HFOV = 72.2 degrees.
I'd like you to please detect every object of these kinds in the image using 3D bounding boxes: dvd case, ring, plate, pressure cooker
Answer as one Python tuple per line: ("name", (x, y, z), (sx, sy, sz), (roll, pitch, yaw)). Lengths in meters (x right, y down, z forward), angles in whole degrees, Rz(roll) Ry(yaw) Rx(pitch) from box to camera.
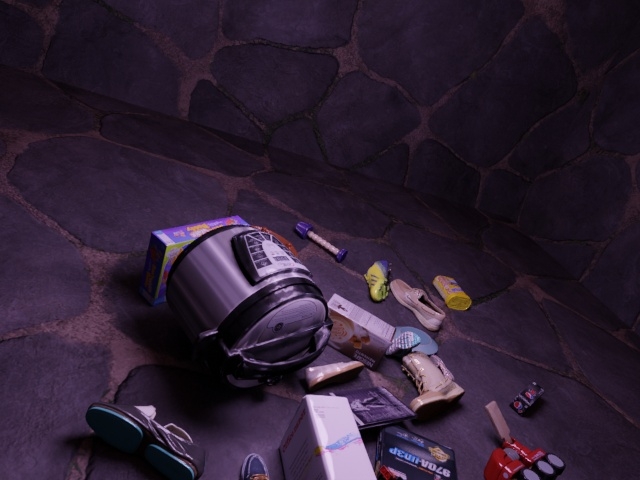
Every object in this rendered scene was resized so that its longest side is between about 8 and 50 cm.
("dvd case", (0.148, 0.486, 1.286), (0.221, 0.018, 0.164), (6, 11, -33))
("ring", (-0.252, 0.021, 1.864), (0.337, 0.032, 0.336), (18, 26, -9))
("plate", (0.361, 0.373, 1.676), (0.188, 0.024, 0.188), (14, 18, -5))
("pressure cooker", (-0.182, 0.201, 1.225), (0.370, 0.375, 0.420), (-38, 55, -12))

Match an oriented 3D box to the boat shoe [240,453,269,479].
("boat shoe", (-0.131, 0.535, 0.955), (0.065, 0.083, 0.183), (13, 28, -20))

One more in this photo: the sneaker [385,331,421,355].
("sneaker", (0.300, 0.369, 1.539), (0.076, 0.166, 0.065), (27, 54, -23))

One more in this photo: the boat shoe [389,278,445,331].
("boat shoe", (0.420, 0.255, 1.895), (0.109, 0.098, 0.302), (2, 34, -37))

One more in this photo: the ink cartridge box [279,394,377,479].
("ink cartridge box", (0.014, 0.518, 0.970), (0.117, 0.201, 0.278), (12, 28, -24))

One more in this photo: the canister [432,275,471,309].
("canister", (0.627, 0.248, 2.106), (0.126, 0.073, 0.170), (13, 27, -22))

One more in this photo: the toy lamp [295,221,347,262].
("toy lamp", (0.000, 0.000, 2.053), (0.275, 0.080, 0.080), (33, 28, 18))

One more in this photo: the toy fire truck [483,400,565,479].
("toy fire truck", (0.556, 0.625, 1.293), (0.217, 0.158, 0.246), (0, 23, -38))

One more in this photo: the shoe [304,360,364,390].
("shoe", (0.045, 0.401, 1.351), (0.219, 0.076, 0.058), (-3, 42, -38))

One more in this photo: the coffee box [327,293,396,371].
("coffee box", (0.114, 0.313, 1.500), (0.247, 0.141, 0.098), (29, 27, 9))

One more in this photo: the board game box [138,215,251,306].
("board game box", (-0.407, 0.057, 1.448), (0.078, 0.233, 0.347), (36, 29, 24))

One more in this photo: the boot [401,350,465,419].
("boot", (0.331, 0.466, 1.440), (0.262, 0.095, 0.203), (-1, 36, -42))

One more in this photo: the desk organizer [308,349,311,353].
("desk organizer", (-0.057, 0.320, 1.453), (0.130, 0.047, 0.050), (31, 30, 15))

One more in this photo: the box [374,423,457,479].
("box", (0.255, 0.603, 1.175), (0.220, 0.051, 0.175), (23, 26, 1))

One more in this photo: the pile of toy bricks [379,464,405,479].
("pile of toy bricks", (0.192, 0.642, 1.025), (0.212, 0.118, 0.105), (39, -10, 48))

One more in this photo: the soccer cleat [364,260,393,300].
("soccer cleat", (0.246, 0.181, 1.939), (0.121, 0.093, 0.289), (-2, 25, 19))

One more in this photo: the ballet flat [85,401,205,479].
("ballet flat", (-0.374, 0.430, 0.962), (0.280, 0.095, 0.096), (35, 17, 0))

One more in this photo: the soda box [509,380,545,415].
("soda box", (0.763, 0.580, 1.616), (0.169, 0.060, 0.053), (-5, 40, -45))

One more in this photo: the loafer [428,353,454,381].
("loafer", (0.428, 0.464, 1.583), (0.039, 0.045, 0.125), (-8, 43, -36))
